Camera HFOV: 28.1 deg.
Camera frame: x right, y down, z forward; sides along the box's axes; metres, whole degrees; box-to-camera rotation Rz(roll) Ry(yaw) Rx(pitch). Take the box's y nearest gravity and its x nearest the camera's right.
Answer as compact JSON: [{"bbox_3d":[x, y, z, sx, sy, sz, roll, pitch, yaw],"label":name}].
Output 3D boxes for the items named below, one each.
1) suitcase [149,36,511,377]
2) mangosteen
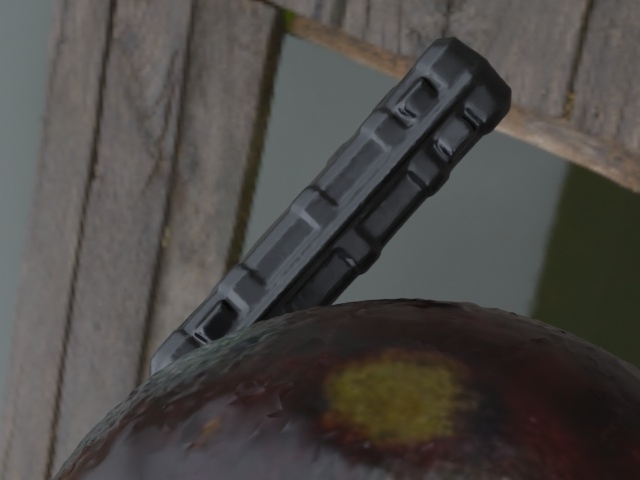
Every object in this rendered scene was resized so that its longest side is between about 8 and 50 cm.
[{"bbox_3d":[0.000,0.000,0.854,0.066,0.285,0.206,42,173,-2],"label":"suitcase"},{"bbox_3d":[0.041,0.162,0.481,0.306,0.359,0.306,6,107,19],"label":"mangosteen"}]
